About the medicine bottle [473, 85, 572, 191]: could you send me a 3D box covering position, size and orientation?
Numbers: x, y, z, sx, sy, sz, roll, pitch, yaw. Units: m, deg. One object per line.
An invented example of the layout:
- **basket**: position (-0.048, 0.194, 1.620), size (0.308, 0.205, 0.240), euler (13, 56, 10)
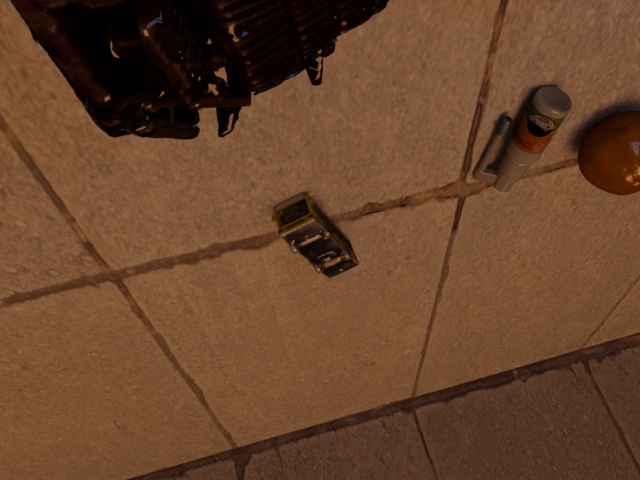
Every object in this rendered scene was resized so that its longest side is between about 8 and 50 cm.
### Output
- **medicine bottle**: position (0.336, -0.166, 1.085), size (0.092, 0.061, 0.220), euler (12, 145, -2)

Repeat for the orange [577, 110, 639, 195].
- **orange**: position (0.545, -0.152, 1.132), size (0.159, 0.136, 0.159), euler (-11, 150, -6)

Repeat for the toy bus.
- **toy bus**: position (0.000, 0.000, 1.156), size (0.081, 0.074, 0.226), euler (-25, 149, 15)

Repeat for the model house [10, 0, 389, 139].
- **model house**: position (-0.060, -0.206, 0.578), size (0.283, 0.297, 0.317), euler (-13, 148, 3)
